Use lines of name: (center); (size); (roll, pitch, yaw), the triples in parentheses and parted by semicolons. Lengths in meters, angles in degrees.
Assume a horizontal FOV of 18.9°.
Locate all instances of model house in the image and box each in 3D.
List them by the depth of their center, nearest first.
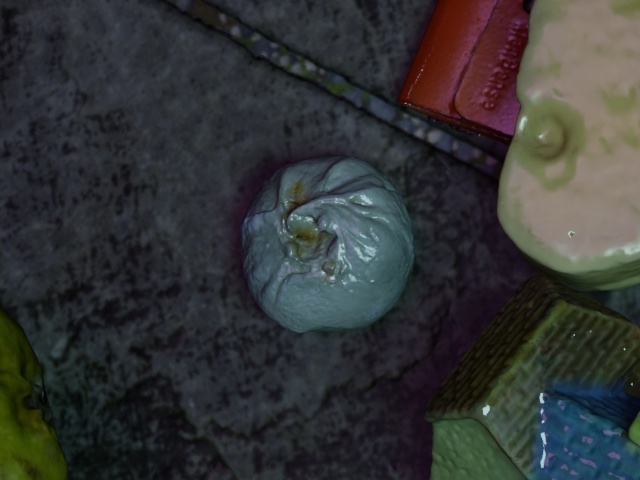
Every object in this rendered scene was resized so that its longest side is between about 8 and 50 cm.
model house: (0.191, 0.129, 1.258); (0.214, 0.189, 0.195); (35, 71, 26)

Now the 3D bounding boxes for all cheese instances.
cheese: (0.277, -0.171, 1.336); (0.384, 0.104, 0.383); (-2, 82, 11)

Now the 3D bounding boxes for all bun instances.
bun: (0.000, 0.000, 1.441); (0.141, 0.083, 0.140); (-5, 77, 22)

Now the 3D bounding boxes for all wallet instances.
wallet: (0.156, -0.174, 1.443); (0.142, 0.045, 0.204); (21, 87, 22)

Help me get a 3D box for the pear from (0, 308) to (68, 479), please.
pear: (-0.376, 0.201, 1.409); (0.413, 0.352, 0.352); (-32, 70, 21)
